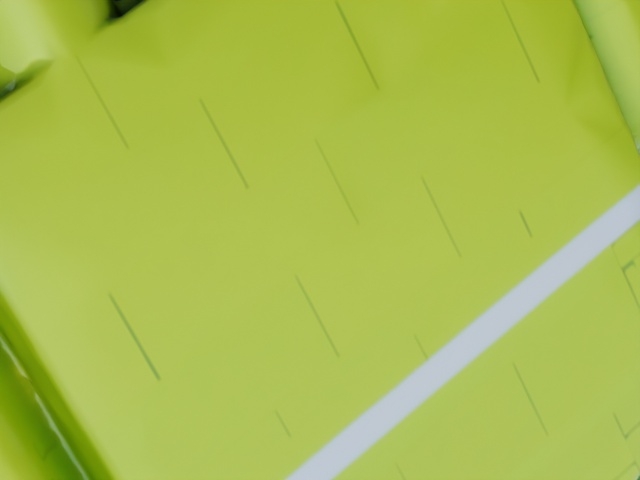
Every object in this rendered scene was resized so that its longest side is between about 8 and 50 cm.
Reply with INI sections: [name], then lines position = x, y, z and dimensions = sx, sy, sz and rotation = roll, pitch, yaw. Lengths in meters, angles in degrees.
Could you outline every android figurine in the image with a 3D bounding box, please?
[android figurine]
position = 0.000, 0.000, 0.490
dimensions = 0.248, 0.273, 0.056
rotation = -40, -151, -21

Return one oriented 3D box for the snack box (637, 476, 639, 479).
[snack box]
position = 0.282, 0.198, 1.241
dimensions = 0.207, 0.174, 0.070
rotation = 50, 171, -2
